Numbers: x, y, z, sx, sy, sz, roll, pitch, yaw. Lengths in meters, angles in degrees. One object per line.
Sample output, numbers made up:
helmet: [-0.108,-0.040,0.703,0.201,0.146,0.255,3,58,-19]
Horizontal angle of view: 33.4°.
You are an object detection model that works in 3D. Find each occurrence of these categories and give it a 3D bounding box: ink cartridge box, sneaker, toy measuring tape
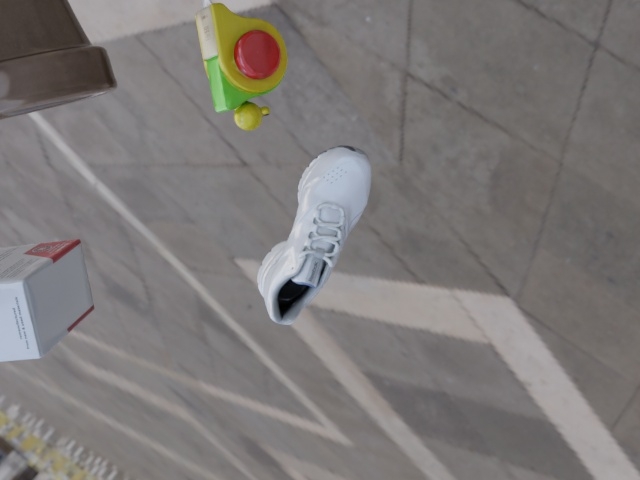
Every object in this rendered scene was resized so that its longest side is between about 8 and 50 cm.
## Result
ink cartridge box: [-0.482,0.088,1.471,0.273,0.197,0.114,-5,105,11]
sneaker: [0.000,0.000,1.567,0.111,0.297,0.129,18,-155,-14]
toy measuring tape: [-0.117,-0.323,1.530,0.121,0.121,0.330,-2,100,61]

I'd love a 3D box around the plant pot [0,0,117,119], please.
plant pot: [-0.399,-0.262,1.285,0.263,0.263,0.229,0,106,61]
